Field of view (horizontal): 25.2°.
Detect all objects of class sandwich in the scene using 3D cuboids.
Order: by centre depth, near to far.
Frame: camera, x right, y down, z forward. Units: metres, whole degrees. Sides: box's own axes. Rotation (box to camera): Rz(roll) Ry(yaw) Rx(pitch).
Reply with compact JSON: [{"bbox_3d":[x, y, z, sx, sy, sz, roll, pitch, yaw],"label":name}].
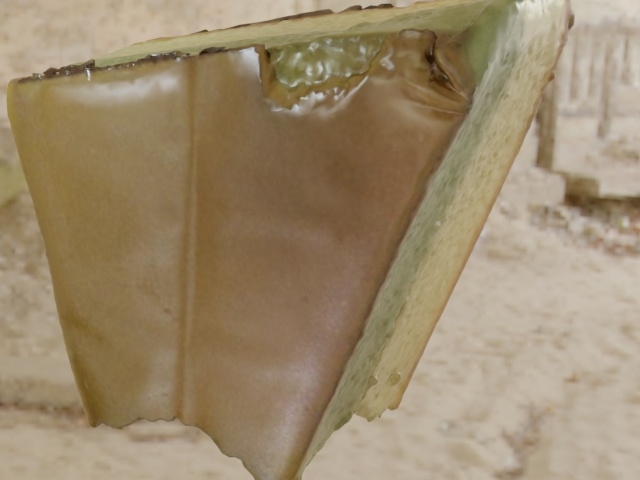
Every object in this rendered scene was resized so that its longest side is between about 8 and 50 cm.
[{"bbox_3d":[0.000,0.000,0.586,0.220,0.186,0.108,-5,15,31],"label":"sandwich"}]
